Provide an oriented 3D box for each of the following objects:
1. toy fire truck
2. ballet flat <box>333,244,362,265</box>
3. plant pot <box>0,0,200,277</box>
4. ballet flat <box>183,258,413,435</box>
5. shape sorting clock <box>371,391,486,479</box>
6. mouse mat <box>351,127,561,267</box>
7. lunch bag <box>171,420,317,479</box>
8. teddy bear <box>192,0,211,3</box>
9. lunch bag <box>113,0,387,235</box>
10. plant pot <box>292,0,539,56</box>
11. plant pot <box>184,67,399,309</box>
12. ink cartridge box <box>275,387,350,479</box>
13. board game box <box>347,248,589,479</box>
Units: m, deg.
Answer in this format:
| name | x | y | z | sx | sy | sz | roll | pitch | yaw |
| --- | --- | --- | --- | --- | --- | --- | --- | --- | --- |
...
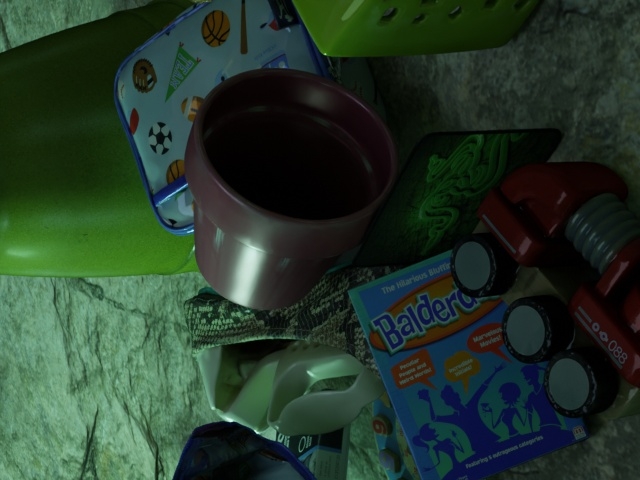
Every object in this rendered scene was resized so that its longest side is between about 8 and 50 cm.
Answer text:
| name | x | y | z | sx | sy | sz | roll | pitch | yaw |
| --- | --- | --- | --- | --- | --- | --- | --- | --- | --- |
| toy fire truck | 0.234 | -0.002 | 1.167 | 0.217 | 0.158 | 0.246 | 54 | 129 | 32 |
| ballet flat | 0.000 | 0.000 | 1.582 | 0.213 | 0.068 | 0.072 | -36 | 71 | 55 |
| plant pot | -0.319 | -0.102 | 1.773 | 0.366 | 0.353 | 0.366 | 27 | 123 | 51 |
| ballet flat | -0.034 | 0.126 | 1.567 | 0.483 | 0.164 | 0.182 | -13 | 58 | 56 |
| shape sorting clock | 0.110 | 0.217 | 1.516 | 0.206 | 0.040 | 0.206 | 25 | 121 | 51 |
| mouse mat | 0.123 | -0.036 | 1.303 | 0.007 | 0.153 | 0.189 | 67 | 148 | 33 |
| lunch bag | -0.054 | 0.416 | 1.418 | 0.328 | 0.239 | 0.385 | 95 | 155 | -47 |
| teddy bear | -0.046 | -0.368 | 1.360 | 0.113 | 0.245 | 0.338 | 35 | 93 | 6 |
| lunch bag | -0.077 | -0.144 | 1.540 | 0.303 | 0.115 | 0.243 | -28 | 75 | 35 |
| plant pot | 0.090 | -0.305 | 1.199 | 0.207 | 0.228 | 0.227 | -45 | 63 | 47 |
| plant pot | -0.043 | -0.036 | 1.379 | 0.201 | 0.201 | 0.180 | 58 | 147 | 27 |
| ink cartridge box | -0.026 | 0.300 | 1.659 | 0.208 | 0.045 | 0.206 | 129 | 151 | -56 |
| board game box | 0.137 | 0.116 | 1.333 | 0.047 | 0.160 | 0.210 | 63 | -175 | -77 |
